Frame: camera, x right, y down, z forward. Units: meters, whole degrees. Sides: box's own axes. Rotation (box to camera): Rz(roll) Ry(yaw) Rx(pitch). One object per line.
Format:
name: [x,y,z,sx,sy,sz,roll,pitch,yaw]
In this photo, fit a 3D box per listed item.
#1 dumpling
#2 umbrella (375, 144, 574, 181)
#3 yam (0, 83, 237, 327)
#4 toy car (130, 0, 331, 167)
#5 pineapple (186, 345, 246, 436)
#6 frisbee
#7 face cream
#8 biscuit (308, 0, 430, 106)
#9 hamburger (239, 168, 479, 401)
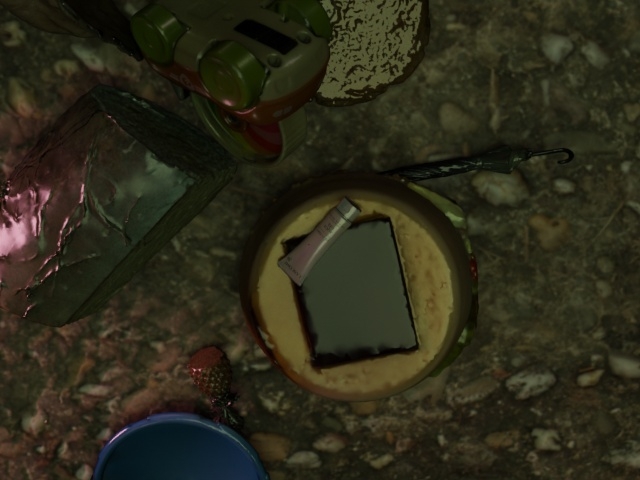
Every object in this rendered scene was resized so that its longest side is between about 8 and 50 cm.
dumpling: [-0.311,-0.281,1.319,0.086,0.166,0.332,-32,126,19]
umbrella: [0.179,-0.096,1.531,0.269,0.044,0.044,-5,133,6]
yam: [-0.268,-0.038,1.429,0.201,0.202,0.271,39,102,7]
toy car: [-0.098,-0.183,1.405,0.145,0.235,0.235,-42,110,-30]
pineapple: [-0.128,0.198,1.584,0.058,0.058,0.124,-18,121,0]
frisbee: [-0.181,0.330,1.613,0.242,0.045,0.242,1,110,3]
face cream: [0.000,0.000,1.385,0.038,0.020,0.115,45,102,9]
biscuit: [0.021,-0.265,1.455,0.226,0.042,0.226,-2,109,-5]
hamburger: [0.045,0.058,1.488,0.302,0.170,0.302,1,99,5]
